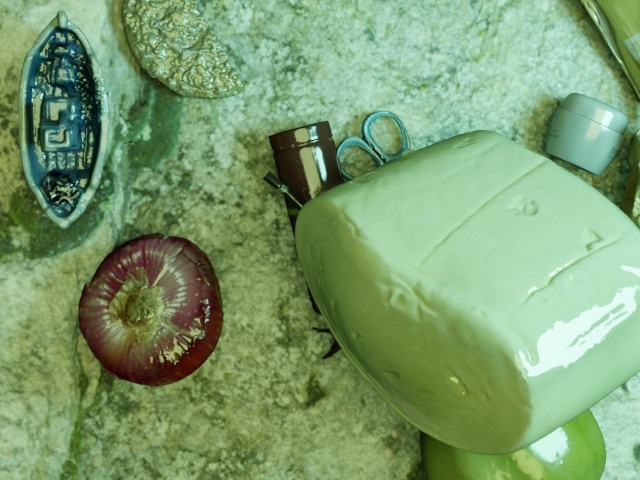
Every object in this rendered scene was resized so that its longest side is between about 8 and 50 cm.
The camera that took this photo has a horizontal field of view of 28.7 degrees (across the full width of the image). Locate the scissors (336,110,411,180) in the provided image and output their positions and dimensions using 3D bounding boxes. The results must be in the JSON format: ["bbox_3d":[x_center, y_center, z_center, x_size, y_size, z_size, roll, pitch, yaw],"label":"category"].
[{"bbox_3d":[0.139,-0.078,1.919,0.125,0.030,0.256,-45,98,-6],"label":"scissors"}]

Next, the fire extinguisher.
[{"bbox_3d":[0.000,0.000,1.859,0.141,0.105,0.341,-16,93,-30],"label":"fire extinguisher"}]

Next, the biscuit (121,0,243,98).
[{"bbox_3d":[-0.221,-0.310,1.861,0.133,0.032,0.250,-25,96,-6],"label":"biscuit"}]

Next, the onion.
[{"bbox_3d":[-0.231,0.104,1.817,0.230,0.163,0.230,-4,77,20],"label":"onion"}]

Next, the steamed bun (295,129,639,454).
[{"bbox_3d":[0.208,0.082,1.706,0.371,0.290,0.456,-27,51,-28],"label":"steamed bun"}]

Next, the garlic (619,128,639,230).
[{"bbox_3d":[0.557,-0.056,1.900,0.203,0.185,0.281,6,91,5],"label":"garlic"}]

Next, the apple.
[{"bbox_3d":[0.279,0.314,1.857,0.279,0.279,0.279,0,92,-8],"label":"apple"}]

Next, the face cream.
[{"bbox_3d":[0.406,-0.163,1.913,0.117,0.117,0.104,24,96,-8],"label":"face cream"}]

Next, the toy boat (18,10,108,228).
[{"bbox_3d":[-0.368,-0.171,1.788,0.129,0.142,0.309,0,93,-6],"label":"toy boat"}]

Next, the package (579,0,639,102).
[{"bbox_3d":[0.489,-0.344,1.899,0.165,0.221,0.311,-27,95,14],"label":"package"}]
